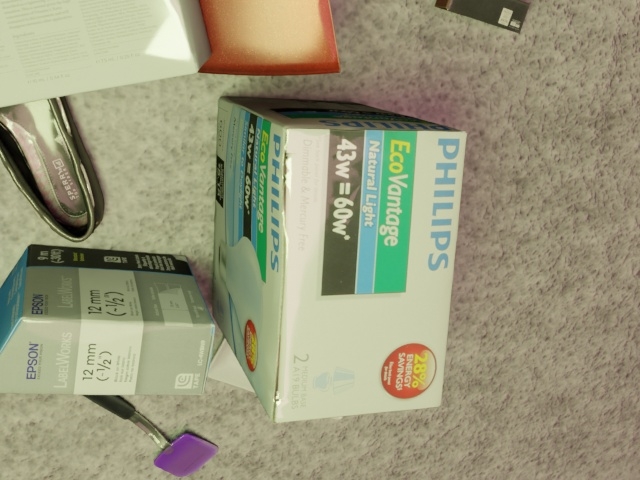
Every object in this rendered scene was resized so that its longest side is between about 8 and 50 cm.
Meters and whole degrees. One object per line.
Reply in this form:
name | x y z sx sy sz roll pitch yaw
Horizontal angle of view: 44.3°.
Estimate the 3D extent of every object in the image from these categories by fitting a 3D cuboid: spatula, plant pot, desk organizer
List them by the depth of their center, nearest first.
plant pot | -0.124 -0.341 0.974 0.236 0.267 0.267 -11 114 0
desk organizer | 0.244 -0.355 1.190 0.130 0.050 0.047 11 106 -22
spatula | -0.291 0.300 1.276 0.084 0.030 0.296 -43 117 4

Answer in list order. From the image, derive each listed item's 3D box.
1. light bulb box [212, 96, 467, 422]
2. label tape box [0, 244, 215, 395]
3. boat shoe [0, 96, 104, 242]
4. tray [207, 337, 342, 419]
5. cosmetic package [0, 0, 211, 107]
light bulb box | 0.000 0.000 1.057 0.225 0.361 0.357 -2 105 -18
label tape box | -0.338 0.099 1.060 0.348 0.249 0.115 7 108 -21
boat shoe | -0.379 -0.148 1.038 0.112 0.095 0.335 -25 116 -8
tray | -0.045 0.202 1.321 0.270 0.030 0.145 24 100 -25
cosmetic package | -0.334 -0.294 0.830 0.378 0.097 0.284 -8 116 7
